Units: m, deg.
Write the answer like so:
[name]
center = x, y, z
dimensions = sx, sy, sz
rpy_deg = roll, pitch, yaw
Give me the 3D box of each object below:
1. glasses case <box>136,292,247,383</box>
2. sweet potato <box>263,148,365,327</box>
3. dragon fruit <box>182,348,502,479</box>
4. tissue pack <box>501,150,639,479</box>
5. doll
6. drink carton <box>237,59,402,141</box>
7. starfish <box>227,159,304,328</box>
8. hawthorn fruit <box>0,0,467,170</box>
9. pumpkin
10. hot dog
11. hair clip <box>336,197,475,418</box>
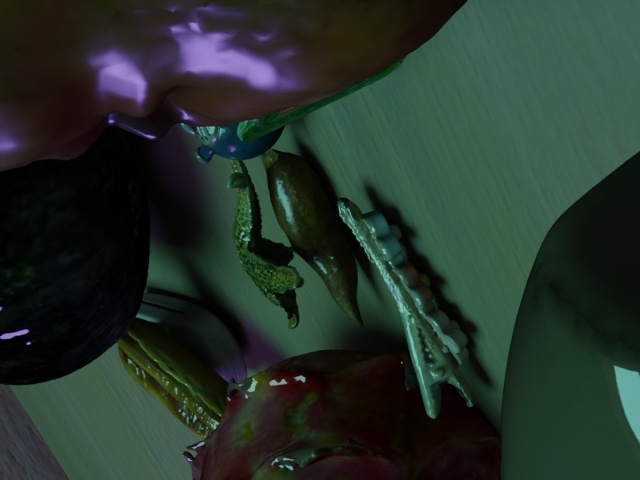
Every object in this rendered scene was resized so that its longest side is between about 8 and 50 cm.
[glasses case]
center = -0.192, 0.135, 1.530
dimensions = 0.297, 0.075, 0.113
rpy_deg = 7, 125, 55
[sweet potato]
center = 0.000, 0.000, 1.053
dimensions = 0.056, 0.056, 0.195
rpy_deg = -2, 120, 61
[dragon fruit]
center = 0.014, 0.301, 1.080
dimensions = 0.371, 0.249, 0.386
rpy_deg = 23, 122, 20
[tissue pack]
center = 0.274, 0.125, 0.471
dimensions = 0.387, 0.267, 0.277
rpy_deg = 32, 148, 38
[doll]
center = -0.081, -0.117, 1.014
dimensions = 0.152, 0.085, 0.114
rpy_deg = 25, 107, 62
[drink carton]
center = -0.018, -0.174, 0.776
dimensions = 0.142, 0.146, 0.144
rpy_deg = 60, 155, 7
[starfish]
center = -0.057, -0.008, 1.076
dimensions = 0.208, 0.053, 0.176
rpy_deg = 79, 173, -69
[hawthorn fruit]
center = -0.124, -0.252, 0.508
dimensions = 0.472, 0.472, 0.471
rpy_deg = 41, 152, 27
[pumpkin]
center = -0.376, -0.047, 1.305
dimensions = 0.454, 0.344, 0.454
rpy_deg = 54, 157, 36
[hot dog]
center = -0.159, 0.172, 1.382
dimensions = 0.249, 0.068, 0.100
rpy_deg = 36, 152, 29
[hair clip]
center = 0.081, 0.052, 0.986
dimensions = 0.214, 0.056, 0.062
rpy_deg = 67, 170, -6
